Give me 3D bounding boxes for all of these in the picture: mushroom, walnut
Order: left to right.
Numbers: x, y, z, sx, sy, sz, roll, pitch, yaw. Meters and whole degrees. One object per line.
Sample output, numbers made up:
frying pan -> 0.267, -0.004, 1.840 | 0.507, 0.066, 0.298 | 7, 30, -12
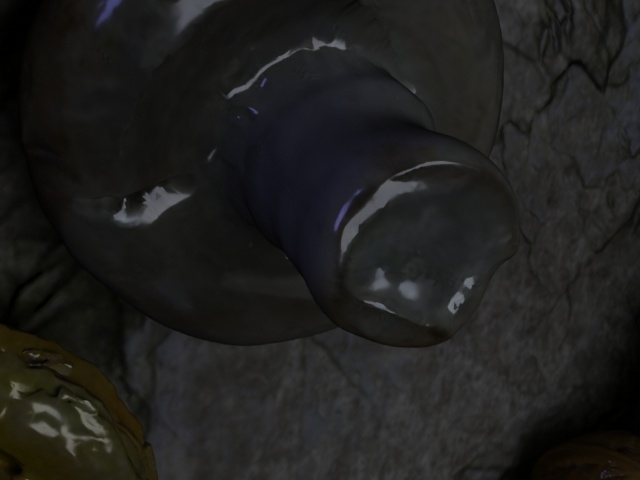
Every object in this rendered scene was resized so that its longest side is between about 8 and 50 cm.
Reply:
mushroom -> -0.011, -0.043, 0.528 | 0.243, 0.243, 0.243 | -11, 110, -33
walnut -> 0.199, 0.185, 0.826 | 0.105, 0.124, 0.105 | 9, 67, -22

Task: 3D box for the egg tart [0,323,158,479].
egg tart -> -0.208, 0.159, 0.526 | 0.288, 0.118, 0.288 | -13, 112, -34
